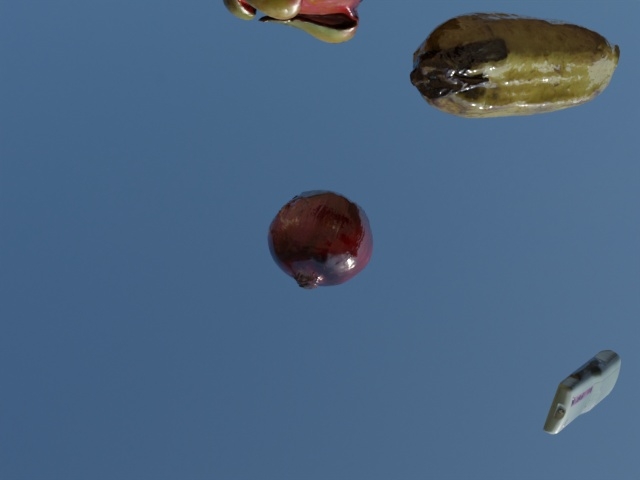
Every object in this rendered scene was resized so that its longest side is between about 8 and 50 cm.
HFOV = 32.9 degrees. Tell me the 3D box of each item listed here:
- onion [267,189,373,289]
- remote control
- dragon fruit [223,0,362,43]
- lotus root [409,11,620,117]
[{"bbox_3d":[0.000,0.000,1.294,0.131,0.131,0.131,7,-129,-8],"label":"onion"},{"bbox_3d":[0.302,0.171,1.235,0.029,0.065,0.166,26,-158,27],"label":"remote control"},{"bbox_3d":[0.005,-0.336,1.089,0.307,0.227,0.243,-45,-70,-22],"label":"dragon fruit"},{"bbox_3d":[0.203,-0.185,1.152,0.259,0.110,0.097,-3,-154,-26],"label":"lotus root"}]
